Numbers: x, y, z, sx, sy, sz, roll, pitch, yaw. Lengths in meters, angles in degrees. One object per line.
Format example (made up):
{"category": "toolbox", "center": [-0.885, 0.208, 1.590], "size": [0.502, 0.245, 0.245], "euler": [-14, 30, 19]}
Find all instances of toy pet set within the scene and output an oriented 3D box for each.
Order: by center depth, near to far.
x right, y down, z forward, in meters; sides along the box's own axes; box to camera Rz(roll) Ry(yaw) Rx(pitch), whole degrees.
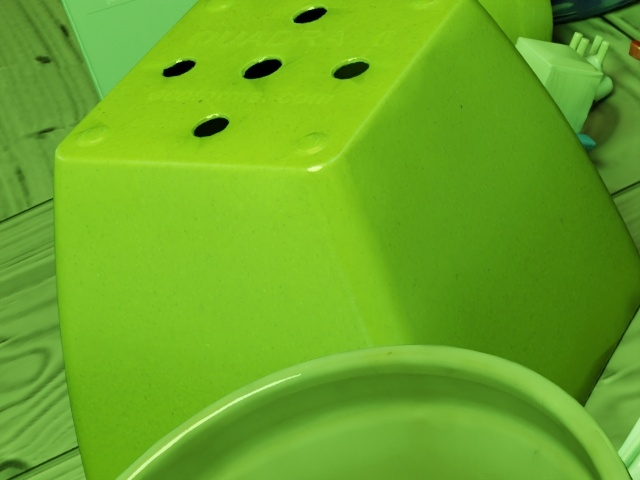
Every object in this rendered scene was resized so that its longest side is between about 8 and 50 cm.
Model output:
{"category": "toy pet set", "center": [0.151, -0.061, 0.978], "size": [0.114, 0.065, 0.122], "euler": [6, 26, -27]}

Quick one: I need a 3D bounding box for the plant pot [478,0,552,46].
{"category": "plant pot", "center": [0.075, -0.123, 1.044], "size": [0.095, 0.134, 0.134], "euler": [-3, 25, -26]}

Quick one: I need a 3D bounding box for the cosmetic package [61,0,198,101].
{"category": "cosmetic package", "center": [-0.065, -0.115, 0.987], "size": [0.127, 0.238, 0.107], "euler": [-16, 35, 0]}

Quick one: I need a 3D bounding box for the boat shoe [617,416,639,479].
{"category": "boat shoe", "center": [0.175, 0.058, 0.730], "size": [0.096, 0.098, 0.277], "euler": [15, 47, 40]}

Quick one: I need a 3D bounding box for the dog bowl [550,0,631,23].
{"category": "dog bowl", "center": [0.145, -0.268, 1.145], "size": [0.265, 0.104, 0.265], "euler": [-14, 53, 19]}

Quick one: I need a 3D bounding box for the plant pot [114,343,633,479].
{"category": "plant pot", "center": [0.015, 0.159, 0.634], "size": [0.237, 0.110, 0.237], "euler": [-20, 39, 17]}

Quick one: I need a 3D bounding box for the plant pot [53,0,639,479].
{"category": "plant pot", "center": [0.000, 0.000, 0.825], "size": [0.212, 0.187, 0.212], "euler": [4, 40, 32]}
